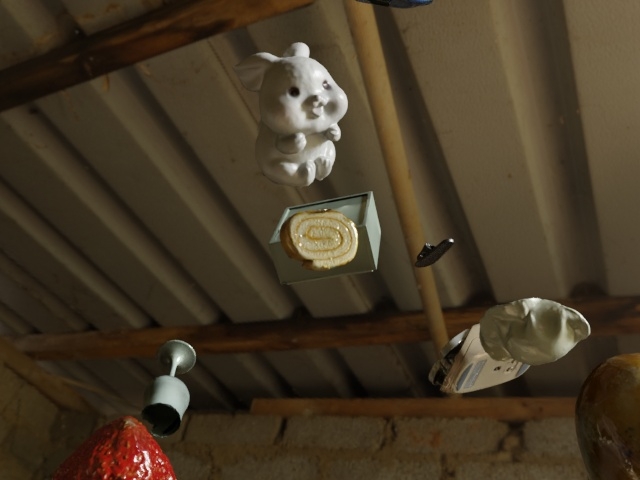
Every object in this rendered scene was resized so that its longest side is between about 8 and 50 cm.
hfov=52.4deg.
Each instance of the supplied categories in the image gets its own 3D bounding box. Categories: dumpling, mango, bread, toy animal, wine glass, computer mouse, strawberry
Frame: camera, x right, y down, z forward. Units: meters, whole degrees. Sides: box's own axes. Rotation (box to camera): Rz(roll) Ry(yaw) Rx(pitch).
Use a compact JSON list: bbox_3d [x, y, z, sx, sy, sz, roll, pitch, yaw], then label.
[{"bbox_3d":[0.341,0.140,1.073,0.134,0.100,0.169,44,-24,-17],"label":"dumpling"},{"bbox_3d":[0.381,0.255,0.764,0.146,0.192,0.316,-9,-45,15],"label":"mango"},{"bbox_3d":[0.000,0.000,1.272,0.149,0.122,0.073,-5,-7,-20],"label":"bread"},{"bbox_3d":[-0.045,-0.192,0.992,0.128,0.178,0.193,-22,-51,-22],"label":"toy animal"},{"bbox_3d":[-0.267,0.257,1.147,0.079,0.195,0.079,-1,-68,-3],"label":"wine glass"},{"bbox_3d":[0.320,0.224,1.271,0.237,0.082,0.145,-6,-49,-27],"label":"computer mouse"},{"bbox_3d":[-0.398,0.473,1.255,0.257,0.276,0.257,18,4,-1],"label":"strawberry"}]

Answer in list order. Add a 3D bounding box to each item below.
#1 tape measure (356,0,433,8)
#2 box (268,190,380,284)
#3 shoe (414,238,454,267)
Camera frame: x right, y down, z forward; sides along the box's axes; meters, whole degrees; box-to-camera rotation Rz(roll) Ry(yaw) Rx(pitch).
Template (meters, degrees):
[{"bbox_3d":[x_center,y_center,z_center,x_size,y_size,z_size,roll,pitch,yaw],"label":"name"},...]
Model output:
[{"bbox_3d":[0.151,-0.475,1.173,0.351,0.097,0.215,23,13,38],"label":"tape measure"},{"bbox_3d":[0.018,-0.004,1.530,0.225,0.225,0.117,-10,-68,12],"label":"box"},{"bbox_3d":[0.351,0.027,2.022,0.062,0.053,0.159,7,-35,-35],"label":"shoe"}]
